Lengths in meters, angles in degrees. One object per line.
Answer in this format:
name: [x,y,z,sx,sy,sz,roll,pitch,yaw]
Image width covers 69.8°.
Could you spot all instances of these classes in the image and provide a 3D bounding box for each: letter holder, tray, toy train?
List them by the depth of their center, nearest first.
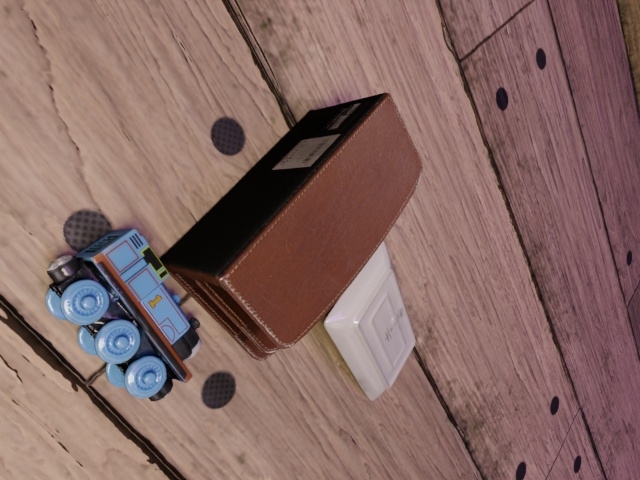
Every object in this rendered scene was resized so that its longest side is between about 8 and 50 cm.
toy train: [-0.194,0.079,0.476,0.105,0.080,0.184,-44,118,-35]
letter holder: [0.000,0.000,0.580,0.302,0.152,0.214,-50,122,-25]
tray: [0.091,0.133,0.674,0.145,0.030,0.270,-54,143,-24]
